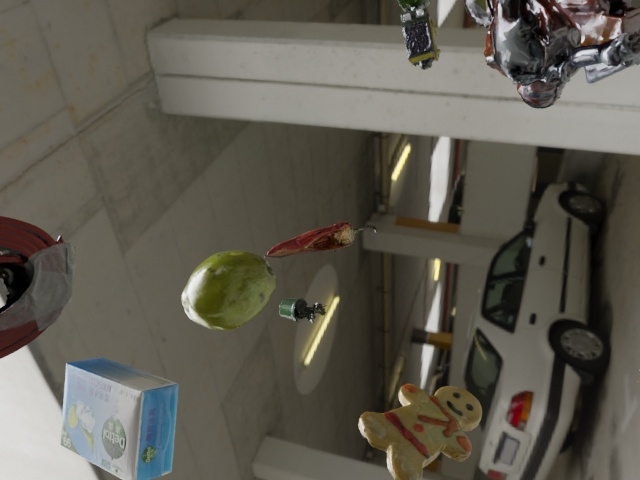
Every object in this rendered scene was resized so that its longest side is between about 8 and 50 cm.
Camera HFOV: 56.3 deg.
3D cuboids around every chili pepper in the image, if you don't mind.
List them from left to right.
[{"bbox_3d":[0.000,0.000,1.369,0.050,0.268,0.059,-119,14,-71],"label":"chili pepper"}]

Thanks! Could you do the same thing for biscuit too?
[{"bbox_3d":[0.174,0.295,0.966,0.235,0.153,0.030,-11,-45,-36],"label":"biscuit"}]

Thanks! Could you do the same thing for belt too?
[{"bbox_3d":[-0.532,0.079,0.902,0.324,0.115,0.227,-13,-88,-33],"label":"belt"}]

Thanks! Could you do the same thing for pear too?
[{"bbox_3d":[-0.251,0.135,1.638,0.212,0.269,0.212,59,-166,-23],"label":"pear"}]

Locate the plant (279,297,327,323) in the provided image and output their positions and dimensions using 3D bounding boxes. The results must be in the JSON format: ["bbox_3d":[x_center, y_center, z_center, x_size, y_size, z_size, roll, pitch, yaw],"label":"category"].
[{"bbox_3d":[-0.032,0.143,1.210,0.051,0.102,0.051,-11,-77,-58],"label":"plant"}]

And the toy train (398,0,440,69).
[{"bbox_3d":[0.166,-0.401,1.043,0.081,0.060,0.202,6,-105,-69],"label":"toy train"}]

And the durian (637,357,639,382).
[{"bbox_3d":[0.497,0.144,0.651,0.291,0.291,0.224,58,-138,-64],"label":"durian"}]

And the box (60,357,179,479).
[{"bbox_3d":[-0.313,0.270,0.922,0.073,0.194,0.139,4,-88,-54],"label":"box"}]

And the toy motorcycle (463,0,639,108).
[{"bbox_3d":[0.316,-0.258,0.720,0.134,0.401,0.207,-23,-70,-19],"label":"toy motorcycle"}]
